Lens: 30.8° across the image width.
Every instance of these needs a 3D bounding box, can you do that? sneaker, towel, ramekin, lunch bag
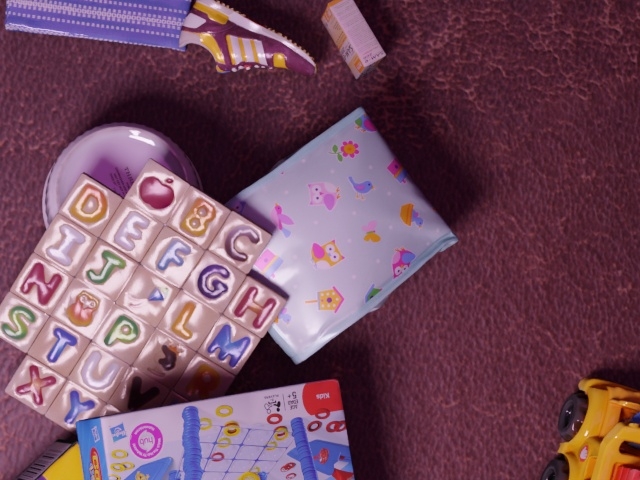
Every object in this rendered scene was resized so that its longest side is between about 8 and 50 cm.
[{"bbox_3d":[-0.096,-0.248,1.534,0.185,0.069,0.084,28,96,-4],"label":"sneaker"},{"bbox_3d":[-0.218,0.147,1.442,0.240,0.091,0.126,6,90,0],"label":"sneaker"},{"bbox_3d":[-0.285,-0.427,1.545,0.243,0.040,0.336,5,83,-9],"label":"towel"},{"bbox_3d":[-0.246,-0.051,1.455,0.207,0.109,0.207,1,82,-9],"label":"ramekin"},{"bbox_3d":[0.000,0.000,1.460,0.262,0.160,0.223,-37,91,-17],"label":"lunch bag"}]

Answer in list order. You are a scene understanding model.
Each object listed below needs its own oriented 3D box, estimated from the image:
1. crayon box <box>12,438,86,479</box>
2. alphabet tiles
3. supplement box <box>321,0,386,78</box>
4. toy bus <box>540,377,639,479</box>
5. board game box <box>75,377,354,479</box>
[{"bbox_3d":[-0.319,0.463,1.309,0.363,0.106,0.313,-43,103,-25],"label":"crayon box"},{"bbox_3d":[-0.220,0.088,1.388,0.285,0.011,0.343,33,100,-5],"label":"alphabet tiles"},{"bbox_3d":[0.043,-0.272,1.554,0.036,0.062,0.098,-30,87,-12],"label":"supplement box"},{"bbox_3d":[0.383,0.286,1.452,0.149,0.211,0.220,19,78,-4],"label":"toy bus"},{"bbox_3d":[-0.103,0.330,1.334,0.308,0.086,0.302,-6,82,-30],"label":"board game box"}]
